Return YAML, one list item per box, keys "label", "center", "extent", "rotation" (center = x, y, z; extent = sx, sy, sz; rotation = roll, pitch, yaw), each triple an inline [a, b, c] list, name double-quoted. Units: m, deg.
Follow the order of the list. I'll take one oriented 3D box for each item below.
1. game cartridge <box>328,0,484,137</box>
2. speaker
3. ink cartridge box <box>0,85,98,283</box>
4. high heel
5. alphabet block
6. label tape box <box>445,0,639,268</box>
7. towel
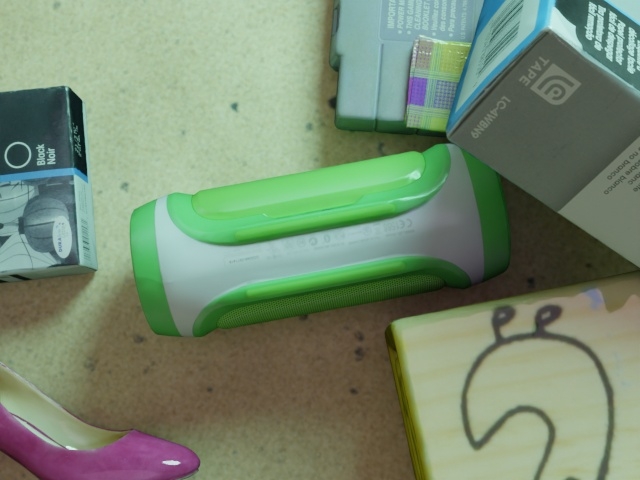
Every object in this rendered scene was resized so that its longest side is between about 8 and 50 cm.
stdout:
- label: "game cartridge"
  center: [0.131, -0.267, 0.877]
  extent: [0.230, 0.068, 0.354]
  rotation: [4, 83, 6]
- label: "speaker"
  center: [0.000, 0.000, 0.809]
  extent: [0.297, 0.131, 0.131]
  rotation: [-10, 82, 1]
- label: "ink cartridge box"
  center: [-0.372, -0.036, 0.859]
  extent: [0.333, 0.065, 0.165]
  rotation: [-7, 83, 2]
- label: "high heel"
  center: [-0.220, 0.145, 0.821]
  extent: [0.244, 0.082, 0.117]
  rotation: [2, 92, 15]
- label: "alphabet block"
  center: [0.166, 0.137, 0.753]
  extent: [0.197, 0.193, 0.192]
  rotation: [-13, 81, 0]
- label: "label tape box"
  center: [0.276, -0.078, 0.714]
  extent: [0.348, 0.249, 0.115]
  rotation: [32, 129, -8]
- label: "towel"
  center: [0.105, -0.133, 0.827]
  extent: [0.060, 0.009, 0.083]
  rotation: [7, 84, 2]
